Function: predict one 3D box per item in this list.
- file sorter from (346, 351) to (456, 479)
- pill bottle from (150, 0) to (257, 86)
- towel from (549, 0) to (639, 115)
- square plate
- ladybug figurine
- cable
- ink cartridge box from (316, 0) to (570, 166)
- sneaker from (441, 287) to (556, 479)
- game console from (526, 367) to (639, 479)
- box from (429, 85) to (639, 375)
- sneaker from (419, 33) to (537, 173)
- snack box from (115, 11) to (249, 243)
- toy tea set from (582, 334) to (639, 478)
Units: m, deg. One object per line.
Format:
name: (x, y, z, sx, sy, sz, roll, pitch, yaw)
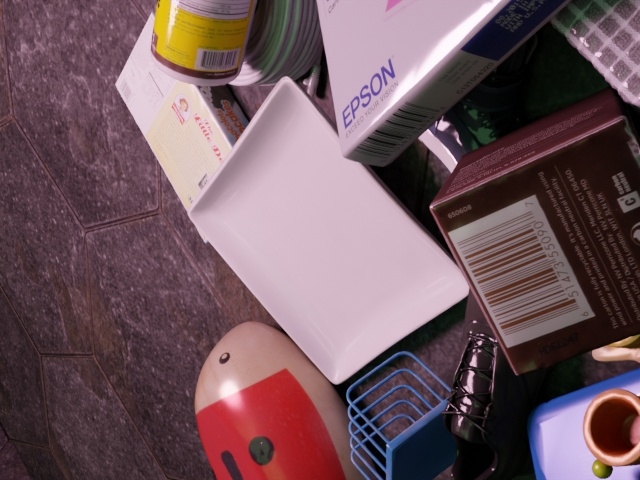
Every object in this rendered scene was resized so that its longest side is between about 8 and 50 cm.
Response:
file sorter: (0.104, 0.244, 1.064, 0.104, 0.118, 0.170, 43, 153, 34)
pill bottle: (-0.131, -0.301, 0.976, 0.117, 0.117, 0.215, 42, 132, 28)
towel: (0.320, -0.196, 0.630, 0.283, 0.121, 0.235, 55, 138, 27)
square plate: (0.000, 0.000, 1.114, 0.347, 0.049, 0.344, 49, 138, 3)
ladybug figurine: (-0.060, 0.347, 1.286, 0.449, 0.162, 0.305, 59, 142, 10)
cable: (-0.092, -0.330, 1.080, 0.257, 0.089, 0.257, 40, 133, 30)
ink cartridge box: (0.102, -0.292, 0.793, 0.324, 0.071, 0.330, -42, 51, 49)
sneaker: (0.200, 0.166, 0.944, 0.109, 0.130, 0.286, 11, 114, 48)
game console: (0.389, 0.261, 0.825, 0.293, 0.173, 0.250, -33, 50, 40)
box: (0.219, -0.017, 0.724, 0.167, 0.203, 0.168, -26, 98, 23)
sneaker: (0.195, -0.122, 0.852, 0.226, 0.086, 0.163, 49, 139, 23)
snack box: (-0.200, -0.177, 1.293, 0.322, 0.060, 0.187, 59, 139, 10)
toy tea set: (0.300, 0.167, 0.729, 0.200, 0.124, 0.336, -13, 64, 50)
